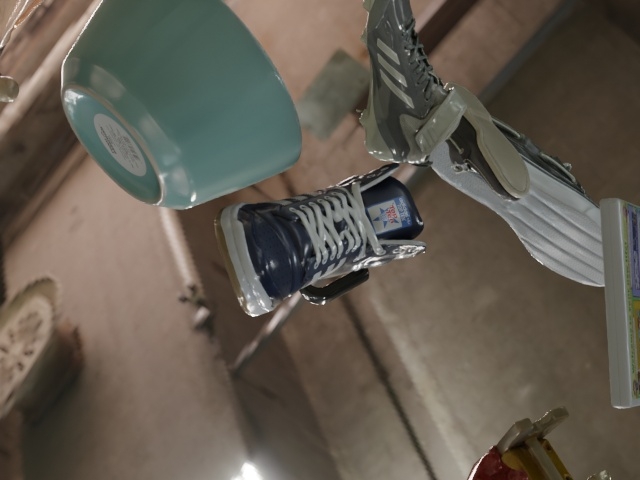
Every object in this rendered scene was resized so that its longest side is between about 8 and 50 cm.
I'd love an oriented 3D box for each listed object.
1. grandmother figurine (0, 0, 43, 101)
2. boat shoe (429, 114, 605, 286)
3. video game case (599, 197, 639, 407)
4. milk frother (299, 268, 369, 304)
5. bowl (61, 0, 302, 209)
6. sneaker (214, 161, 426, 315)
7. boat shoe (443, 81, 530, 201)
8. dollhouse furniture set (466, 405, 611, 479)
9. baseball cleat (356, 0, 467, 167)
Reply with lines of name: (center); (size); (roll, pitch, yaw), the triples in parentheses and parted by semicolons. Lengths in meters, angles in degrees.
grandmother figurine: (-0.371, -0.245, 1.484); (0.342, 0.104, 0.208); (-32, -116, 55)
boat shoe: (0.298, -0.073, 1.819); (0.121, 0.335, 0.119); (-38, -162, 44)
video game case: (0.337, 0.068, 1.431); (0.023, 0.193, 0.213); (-5, -96, 26)
milk frother: (0.000, 0.000, 1.862); (0.134, 0.143, 0.129); (-26, -133, -10)
bowl: (-0.187, -0.158, 1.580); (0.163, 0.312, 0.311); (-42, -156, -23)
sneaker: (0.007, -0.007, 1.211); (0.153, 0.099, 0.282); (-18, 180, 11)
boat shoe: (0.193, -0.110, 1.657); (0.065, 0.075, 0.206); (-50, -135, 26)
dollhouse furniture set: (0.242, 0.382, 1.380); (0.374, 0.201, 0.152); (59, -40, 26)
baseball cleat: (0.092, -0.166, 1.290); (0.109, 0.206, 0.072); (14, -140, 18)
